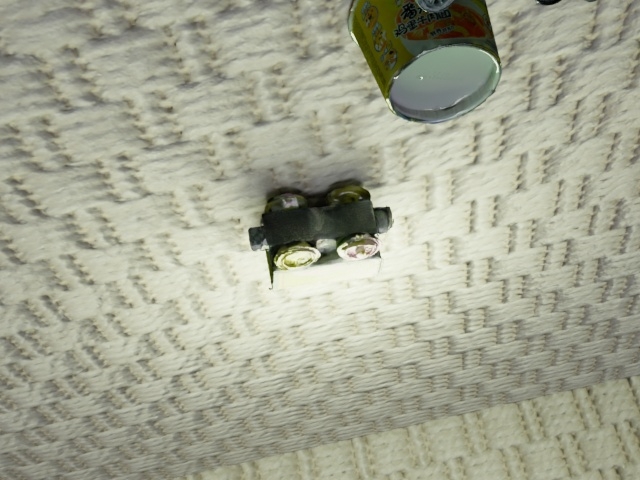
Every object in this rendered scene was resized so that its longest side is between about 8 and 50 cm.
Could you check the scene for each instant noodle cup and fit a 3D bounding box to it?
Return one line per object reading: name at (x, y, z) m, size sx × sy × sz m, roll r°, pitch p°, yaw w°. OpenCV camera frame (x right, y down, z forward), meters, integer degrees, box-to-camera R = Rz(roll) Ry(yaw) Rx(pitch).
instant noodle cup at (0.146, -0.262, 1.250) m, size 0.205 × 0.153 × 0.205 m, roll -8°, pitch 149°, yaw -5°

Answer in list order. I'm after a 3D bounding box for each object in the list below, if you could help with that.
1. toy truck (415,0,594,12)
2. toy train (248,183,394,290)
toy truck at (0.203, -0.385, 1.088) m, size 0.338 × 0.133 × 0.184 m, roll -7°, pitch 127°, yaw -11°
toy train at (0.000, 0.000, 1.648) m, size 0.261 × 0.134 × 0.177 m, roll -7°, pitch 149°, yaw -9°
